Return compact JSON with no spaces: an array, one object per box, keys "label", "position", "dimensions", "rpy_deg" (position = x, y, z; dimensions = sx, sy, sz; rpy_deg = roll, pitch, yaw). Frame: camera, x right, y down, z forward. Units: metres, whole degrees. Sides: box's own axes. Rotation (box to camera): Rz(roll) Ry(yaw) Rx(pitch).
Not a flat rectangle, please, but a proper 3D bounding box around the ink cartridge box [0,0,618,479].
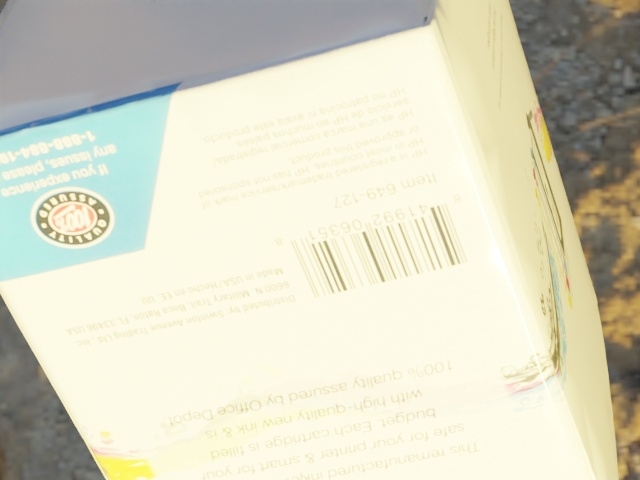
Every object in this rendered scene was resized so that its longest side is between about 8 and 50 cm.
[{"label":"ink cartridge box","position":[0.000,0.000,0.604],"dimensions":[0.171,0.168,0.232],"rpy_deg":[-13,123,15]}]
